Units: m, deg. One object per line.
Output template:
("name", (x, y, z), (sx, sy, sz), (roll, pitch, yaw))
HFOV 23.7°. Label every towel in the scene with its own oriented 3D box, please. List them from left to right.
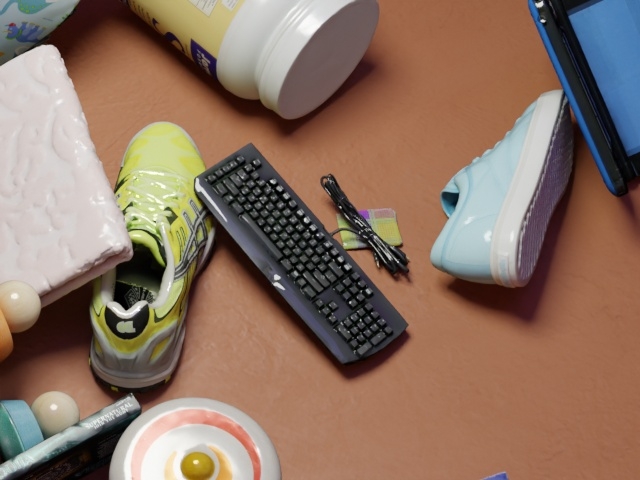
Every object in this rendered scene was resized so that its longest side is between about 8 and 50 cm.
("towel", (-0.406, -0.041, 1.855), (0.317, 0.053, 0.332), (-30, 60, 9))
("towel", (0.066, -0.015, 2.027), (0.083, 0.009, 0.060), (-5, 58, -12))

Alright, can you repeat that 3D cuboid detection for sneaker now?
("sneaker", (-0.201, -0.004, 1.892), (0.145, 0.147, 0.384), (5, 54, -4))
("sneaker", (0.240, -0.085, 2.036), (0.150, 0.135, 0.366), (5, 39, 22))

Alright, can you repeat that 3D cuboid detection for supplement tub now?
("supplement tub", (-0.108, -0.344, 2.083), (0.331, 0.241, 0.241), (41, 59, 18))

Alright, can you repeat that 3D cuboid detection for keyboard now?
("keyboard", (0.000, 0.000, 1.951), (0.317, 0.033, 0.201), (49, 50, 7))

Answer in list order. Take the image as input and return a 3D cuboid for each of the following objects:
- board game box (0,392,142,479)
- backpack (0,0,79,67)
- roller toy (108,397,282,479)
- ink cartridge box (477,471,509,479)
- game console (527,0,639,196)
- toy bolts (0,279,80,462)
("board game box", (-0.291, 0.248, 1.717), (0.186, 0.126, 0.026), (-27, 70, -25))
("backpack", (-0.462, -0.352, 1.973), (0.290, 0.355, 0.273), (25, 57, -47))
("roller toy", (-0.141, 0.283, 1.706), (0.191, 0.146, 0.209), (-7, 58, -14))
("ink cartridge box", (0.128, 0.448, 1.630), (0.324, 0.071, 0.330), (-17, 80, -19))
("game console", (0.415, -0.232, 2.064), (0.173, 0.250, 0.293), (-24, 93, 12))
("toy bolts", (-0.348, 0.170, 1.689), (0.158, 0.228, 0.218), (-24, 32, -23))
